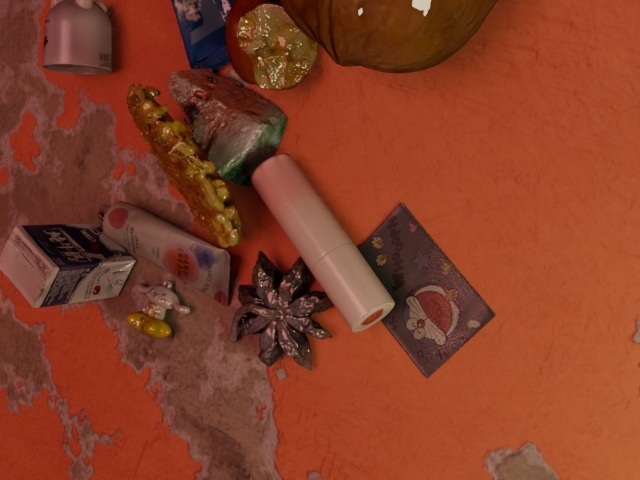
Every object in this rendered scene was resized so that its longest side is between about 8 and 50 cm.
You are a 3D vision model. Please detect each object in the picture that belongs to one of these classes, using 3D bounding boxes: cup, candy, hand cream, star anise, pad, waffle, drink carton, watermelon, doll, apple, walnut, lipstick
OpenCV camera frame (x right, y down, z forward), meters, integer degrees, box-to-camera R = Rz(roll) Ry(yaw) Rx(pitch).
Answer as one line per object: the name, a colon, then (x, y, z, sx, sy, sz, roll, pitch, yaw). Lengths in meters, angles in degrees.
cup: (-0.482, -0.411, 1.828, 0.134, 0.173, 0.142, 1, 91, 1)
candy: (-0.218, -0.479, 1.673, 0.187, 0.077, 0.331, -20, 86, 39)
hand cream: (-0.305, 0.010, 1.744, 0.340, 0.078, 0.124, 27, 128, 27)
star anise: (-0.080, 0.131, 1.606, 0.262, 0.081, 0.230, -24, 90, 29)
pad: (0.153, 0.083, 1.499, 0.170, 0.006, 0.245, -47, 69, 25)
waffle: (-0.235, -0.125, 1.598, 0.068, 0.302, 0.325, -37, 74, -13)
drink carton: (-0.492, 0.045, 1.778, 0.134, 0.222, 0.102, 40, 112, 25)
watermelon: (-0.182, -0.231, 1.654, 0.241, 0.094, 0.154, 45, 106, 22)
doll: (-0.310, 0.134, 1.769, 0.135, 0.071, 0.113, -5, 71, 26)
apple: (-0.085, -0.339, 1.549, 0.147, 0.156, 0.158, 45, 125, 41)
walnut: (0.106, -0.442, 1.328, 0.354, 0.308, 0.398, 27, 104, 30)
lipstick: (0.000, 0.000, 1.538, 0.087, 0.087, 0.327, -46, 67, 25)
